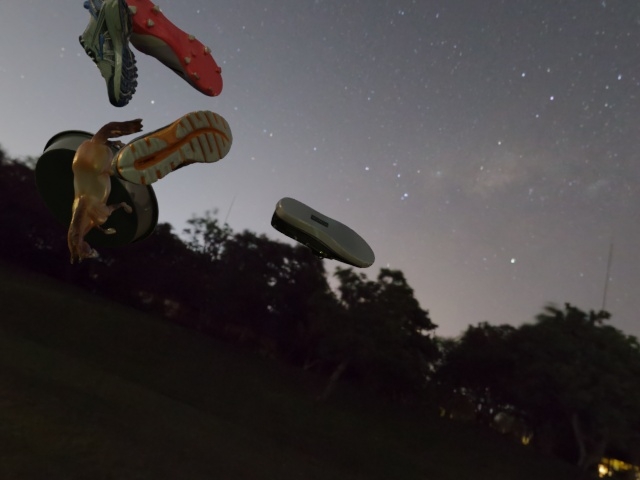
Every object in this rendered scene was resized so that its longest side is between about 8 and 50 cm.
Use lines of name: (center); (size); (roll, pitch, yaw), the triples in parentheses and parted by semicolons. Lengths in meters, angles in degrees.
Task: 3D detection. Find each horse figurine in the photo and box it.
horse figurine: (-0.389, -0.100, 0.800); (0.066, 0.263, 0.174); (13, 6, 3)

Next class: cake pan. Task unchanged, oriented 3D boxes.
cake pan: (-0.508, -0.100, 1.003); (0.293, 0.054, 0.293); (10, -52, 13)

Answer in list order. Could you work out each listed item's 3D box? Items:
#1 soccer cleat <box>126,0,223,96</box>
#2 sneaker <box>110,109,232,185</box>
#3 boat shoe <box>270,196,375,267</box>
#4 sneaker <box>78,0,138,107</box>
soccer cleat: (-0.292, -0.368, 0.862); (0.095, 0.083, 0.248); (2, -22, 37)
sneaker: (-0.233, -0.149, 0.709); (0.083, 0.215, 0.084); (3, -64, 44)
boat shoe: (0.000, 0.000, 0.912); (0.228, 0.080, 0.076); (28, -52, -9)
sneaker: (-0.268, -0.236, 0.562); (0.058, 0.135, 0.052); (-1, 6, -1)
